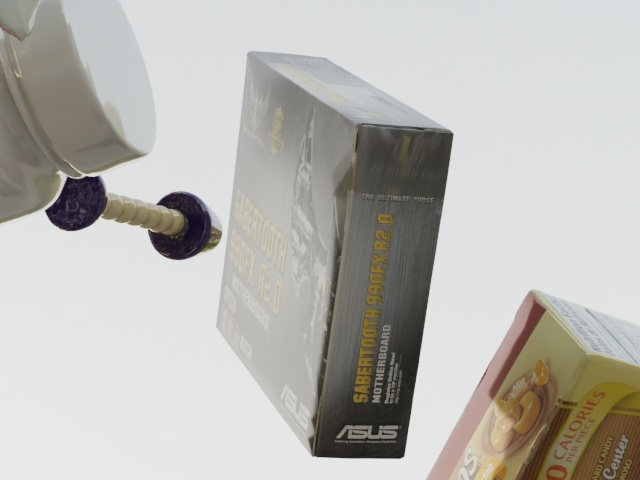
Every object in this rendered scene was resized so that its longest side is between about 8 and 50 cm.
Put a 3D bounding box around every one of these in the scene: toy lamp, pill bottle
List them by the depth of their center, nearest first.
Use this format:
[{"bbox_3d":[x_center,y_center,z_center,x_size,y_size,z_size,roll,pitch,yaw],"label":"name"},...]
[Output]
[{"bbox_3d":[-0.260,-0.073,1.111,0.283,0.160,0.160,-18,-26,12],"label":"pill bottle"},{"bbox_3d":[-0.187,-0.025,1.827,0.080,0.080,0.274,-37,-22,17],"label":"toy lamp"}]

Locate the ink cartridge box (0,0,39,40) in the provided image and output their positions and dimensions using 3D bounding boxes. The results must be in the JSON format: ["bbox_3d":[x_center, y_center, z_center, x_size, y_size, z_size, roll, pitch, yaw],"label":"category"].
[{"bbox_3d":[-0.184,-0.295,0.595,0.091,0.385,0.308,-12,-35,30],"label":"ink cartridge box"}]

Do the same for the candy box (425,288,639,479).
[{"bbox_3d":[0.229,0.165,1.116,0.316,0.087,0.183,18,-72,-29],"label":"candy box"}]

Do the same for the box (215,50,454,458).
[{"bbox_3d":[0.000,0.000,1.000,0.056,0.231,0.183,2,-75,-18],"label":"box"}]
